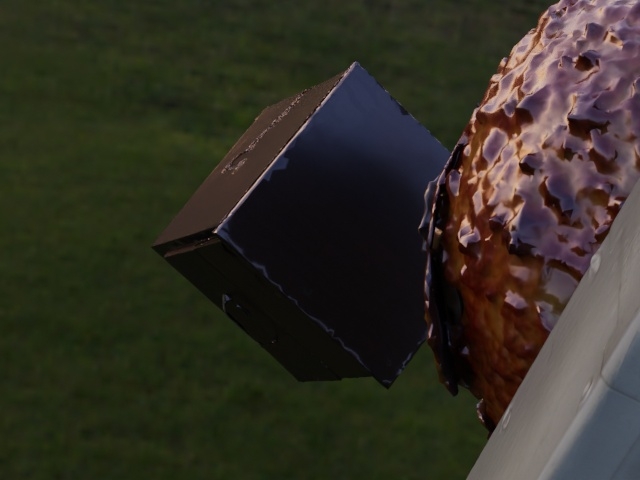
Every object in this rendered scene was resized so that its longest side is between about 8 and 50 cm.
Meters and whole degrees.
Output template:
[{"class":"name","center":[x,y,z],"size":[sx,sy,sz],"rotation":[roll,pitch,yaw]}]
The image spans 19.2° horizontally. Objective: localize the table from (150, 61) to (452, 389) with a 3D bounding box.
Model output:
[{"class":"table","center":[0.000,0.000,1.417],"size":[0.169,0.172,0.193],"rotation":[43,-18,-13]}]

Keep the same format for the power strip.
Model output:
[{"class":"power strip","center":[0.074,0.108,0.686],"size":[0.043,0.367,0.106],"rotation":[23,33,-4]}]

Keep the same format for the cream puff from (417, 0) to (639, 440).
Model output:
[{"class":"cream puff","center":[0.232,0.003,1.037],"size":[0.350,0.350,0.229],"rotation":[-11,0,-37]}]
